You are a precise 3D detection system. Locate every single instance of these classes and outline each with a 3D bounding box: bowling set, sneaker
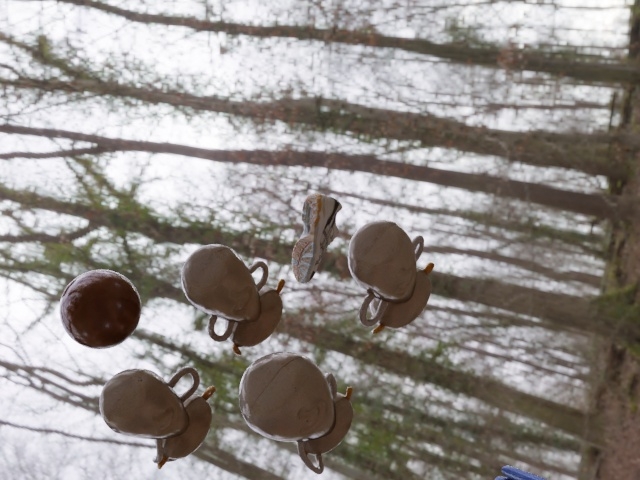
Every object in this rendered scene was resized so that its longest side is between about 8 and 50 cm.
[{"bbox_3d":[-0.065,0.082,0.634,0.287,0.200,0.154,-53,-24,-9],"label":"bowling set"},{"bbox_3d":[0.000,0.000,0.829,0.037,0.032,0.083,6,-77,-41],"label":"sneaker"}]

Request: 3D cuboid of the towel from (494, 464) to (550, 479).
[{"bbox_3d":[0.314,0.309,0.917,0.285,0.209,0.034,42,-113,-44],"label":"towel"}]
